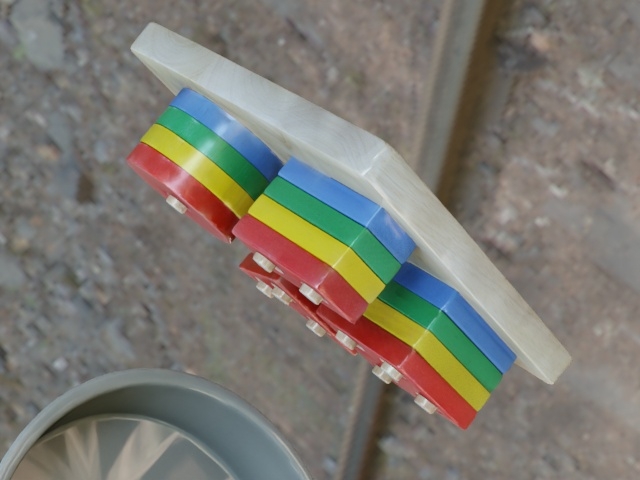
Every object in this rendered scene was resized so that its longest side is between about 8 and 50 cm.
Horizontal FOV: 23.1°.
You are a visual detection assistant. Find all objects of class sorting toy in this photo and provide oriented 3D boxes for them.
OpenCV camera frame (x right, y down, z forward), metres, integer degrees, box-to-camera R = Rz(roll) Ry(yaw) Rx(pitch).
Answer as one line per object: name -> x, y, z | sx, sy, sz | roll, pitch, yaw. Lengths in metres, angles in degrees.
sorting toy -> 0.000, 0.000, 1.018 | 0.255, 0.089, 0.257 | 32, 171, 45

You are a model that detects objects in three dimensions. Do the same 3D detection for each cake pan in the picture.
cake pan -> -0.105, 0.229, 0.989 | 0.054, 0.293, 0.293 | -21, 112, 44
